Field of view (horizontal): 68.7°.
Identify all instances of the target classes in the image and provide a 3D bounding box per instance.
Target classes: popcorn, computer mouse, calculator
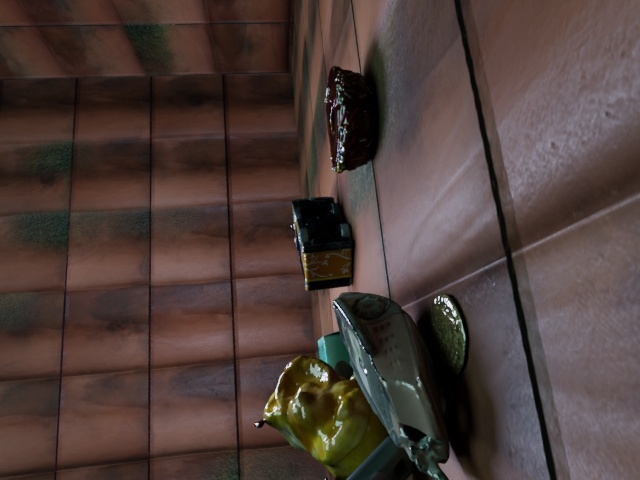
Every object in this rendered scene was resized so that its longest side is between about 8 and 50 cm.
[{"bbox_3d":[0.038,0.387,1.032,0.316,0.281,0.297,44,155,11],"label":"popcorn"},{"bbox_3d":[0.123,0.196,0.711,0.389,0.114,0.200,-127,15,-58],"label":"computer mouse"},{"bbox_3d":[0.078,0.431,0.805,0.045,0.246,0.141,36,156,39],"label":"calculator"}]

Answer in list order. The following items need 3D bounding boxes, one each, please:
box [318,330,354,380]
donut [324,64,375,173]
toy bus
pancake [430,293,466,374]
[{"bbox_3d":[0.068,0.411,1.285,0.205,0.118,0.312,114,152,-73],"label":"box"},{"bbox_3d":[0.064,-0.266,1.047,0.235,0.089,0.236,177,90,-84],"label":"donut"},{"bbox_3d":[0.000,0.000,1.480,0.324,0.161,0.194,-108,13,-60],"label":"toy bus"},{"bbox_3d":[0.172,0.128,0.638,0.115,0.011,0.115,176,90,-84],"label":"pancake"}]
